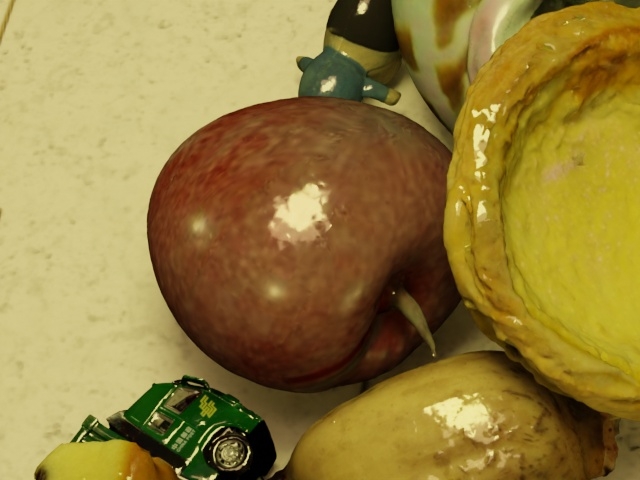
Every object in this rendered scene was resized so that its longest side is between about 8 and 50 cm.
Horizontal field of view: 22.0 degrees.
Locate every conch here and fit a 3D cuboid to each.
[{"bbox_3d":[0.170,-0.217,1.344,0.197,0.249,0.368,21,35,27],"label":"conch"}]

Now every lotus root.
[{"bbox_3d":[0.089,0.161,1.134,0.256,0.140,0.154,-18,88,4],"label":"lotus root"}]

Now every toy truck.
[{"bbox_3d":[-0.145,0.213,1.156,0.121,0.088,0.259,28,65,23],"label":"toy truck"}]

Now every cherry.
[{"bbox_3d":[0.000,0.000,1.205,0.236,0.213,0.285,4,26,-43],"label":"cherry"}]

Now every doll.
[{"bbox_3d":[0.027,-0.145,1.384,0.102,0.089,0.179,25,86,22],"label":"doll"}]

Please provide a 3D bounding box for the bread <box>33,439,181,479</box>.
[{"bbox_3d":[-0.092,0.248,0.960,0.077,0.361,0.138,4,58,17],"label":"bread"}]

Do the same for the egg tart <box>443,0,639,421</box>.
[{"bbox_3d":[0.197,-0.020,1.141,0.294,0.123,0.294,5,77,-21],"label":"egg tart"}]
